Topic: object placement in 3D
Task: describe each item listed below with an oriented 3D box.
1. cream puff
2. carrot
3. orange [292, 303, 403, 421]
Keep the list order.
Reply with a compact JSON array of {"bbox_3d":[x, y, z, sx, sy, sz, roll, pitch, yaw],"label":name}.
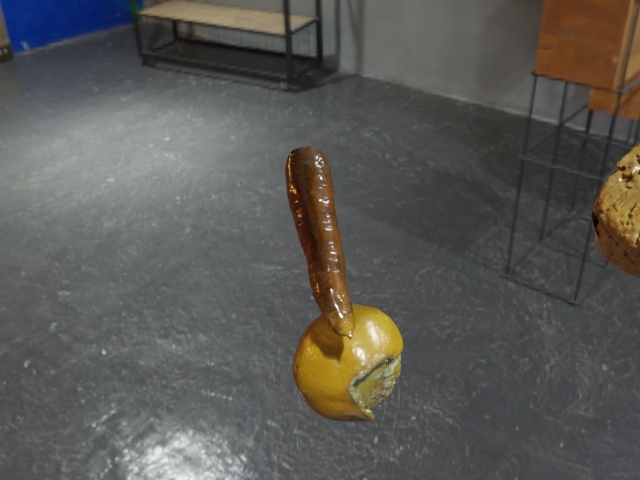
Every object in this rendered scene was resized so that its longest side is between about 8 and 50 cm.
[{"bbox_3d":[0.245,-0.019,0.485,0.120,0.104,0.133,19,30,23],"label":"cream puff"},{"bbox_3d":[0.000,0.000,0.861,0.059,0.059,0.247,-8,72,-11],"label":"carrot"},{"bbox_3d":[0.040,0.161,0.944,0.157,0.156,0.134,-12,21,-17],"label":"orange"}]
